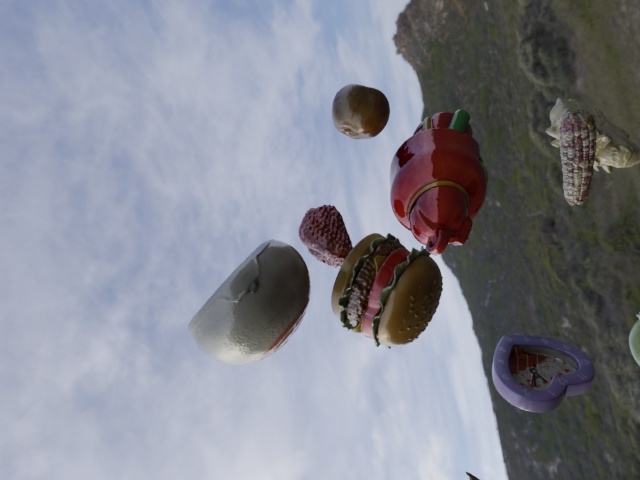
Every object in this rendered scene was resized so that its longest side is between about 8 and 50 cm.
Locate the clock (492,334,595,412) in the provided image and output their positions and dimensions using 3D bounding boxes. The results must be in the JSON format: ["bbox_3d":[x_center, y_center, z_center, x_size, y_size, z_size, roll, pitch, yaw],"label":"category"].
[{"bbox_3d":[0.421,0.259,0.983,0.172,0.198,0.064,41,140,51],"label":"clock"}]

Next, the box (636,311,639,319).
[{"bbox_3d":[0.592,0.069,0.628,0.091,0.274,0.221,60,-176,5],"label":"box"}]

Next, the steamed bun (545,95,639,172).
[{"bbox_3d":[0.793,-0.294,1.464,0.292,0.137,0.295,29,-146,-2],"label":"steamed bun"}]

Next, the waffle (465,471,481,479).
[{"bbox_3d":[0.245,0.402,0.652,0.125,0.191,0.032,-62,-4,12],"label":"waffle"}]

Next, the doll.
[{"bbox_3d":[0.203,-0.102,0.872,0.160,0.182,0.363,24,-140,-10],"label":"doll"}]

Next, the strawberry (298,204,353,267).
[{"bbox_3d":[0.000,-0.007,1.320,0.236,0.107,0.175,-174,78,-71],"label":"strawberry"}]

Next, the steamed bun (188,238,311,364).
[{"bbox_3d":[-0.126,0.141,1.038,0.177,0.283,0.283,42,-150,-2],"label":"steamed bun"}]

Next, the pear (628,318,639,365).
[{"bbox_3d":[0.854,0.252,1.199,0.220,0.188,0.187,-21,-84,-51],"label":"pear"}]

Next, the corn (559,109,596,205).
[{"bbox_3d":[0.610,-0.191,1.184,0.079,0.080,0.237,-67,-32,-52],"label":"corn"}]

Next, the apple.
[{"bbox_3d":[0.083,-0.266,1.036,0.126,0.126,0.101,21,-94,-60],"label":"apple"}]

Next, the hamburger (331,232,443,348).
[{"bbox_3d":[0.178,0.129,1.208,0.274,0.212,0.274,-33,-44,-39],"label":"hamburger"}]
